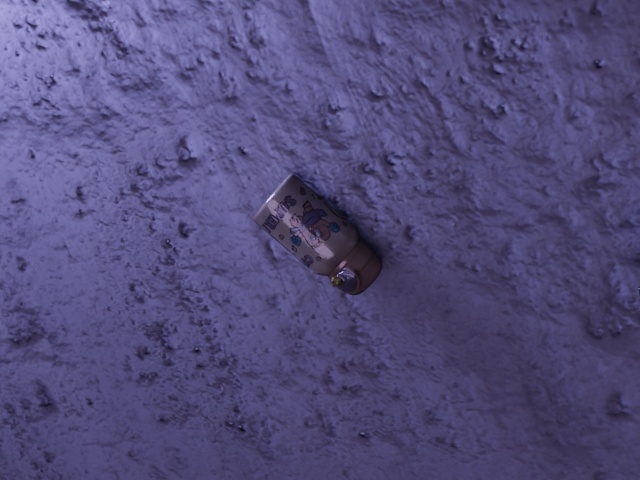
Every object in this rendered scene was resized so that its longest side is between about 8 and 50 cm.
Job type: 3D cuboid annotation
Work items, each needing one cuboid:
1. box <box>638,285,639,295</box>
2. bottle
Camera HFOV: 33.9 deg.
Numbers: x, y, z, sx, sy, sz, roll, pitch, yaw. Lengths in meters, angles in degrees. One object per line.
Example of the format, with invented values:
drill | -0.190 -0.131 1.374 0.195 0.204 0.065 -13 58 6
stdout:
box | 0.543 0.018 1.421 0.227 0.162 0.130 -13 99 24
bottle | 0.000 0.000 1.627 0.209 0.110 0.097 41 121 -2
